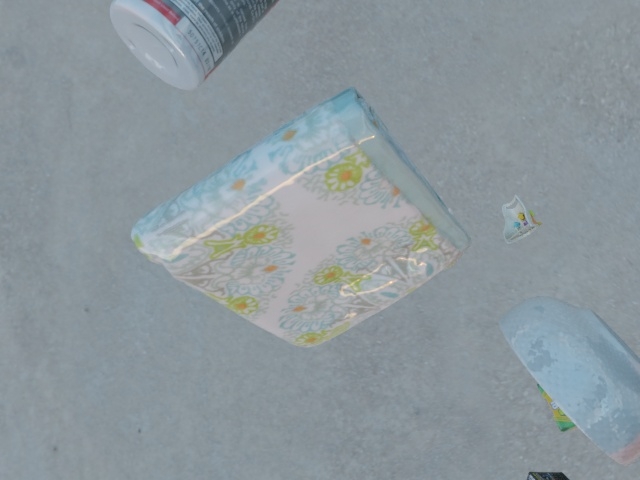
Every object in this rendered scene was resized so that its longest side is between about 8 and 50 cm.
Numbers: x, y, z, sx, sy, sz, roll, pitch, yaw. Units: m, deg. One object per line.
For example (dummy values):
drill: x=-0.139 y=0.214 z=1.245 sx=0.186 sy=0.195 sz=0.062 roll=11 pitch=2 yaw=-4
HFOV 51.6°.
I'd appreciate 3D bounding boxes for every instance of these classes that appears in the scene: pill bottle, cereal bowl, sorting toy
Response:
pill bottle: x=-0.153 y=-0.371 z=0.967 sx=0.161 sy=0.161 sz=0.283 roll=27 pitch=70 yaw=33
cereal bowl: x=0.491 y=0.226 z=1.208 sx=0.141 sy=0.339 sz=0.339 roll=-45 pitch=61 yaw=15
sorting toy: x=0.381 y=-0.046 z=1.277 sx=0.075 sy=0.045 sz=0.083 roll=65 pitch=154 yaw=16

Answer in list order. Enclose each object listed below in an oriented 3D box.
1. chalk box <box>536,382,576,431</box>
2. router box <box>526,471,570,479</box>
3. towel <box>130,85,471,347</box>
chalk box: x=0.673 y=0.363 z=1.620 sx=0.213 sy=0.132 sz=0.132 roll=-42 pitch=57 yaw=33
router box: x=0.540 y=0.574 z=1.501 sx=0.122 sy=0.092 sz=0.038 roll=-135 pitch=54 yaw=-69
towel: x=0.000 y=0.000 z=0.871 sx=0.321 sy=0.374 sz=0.090 roll=-32 pitch=50 yaw=14
